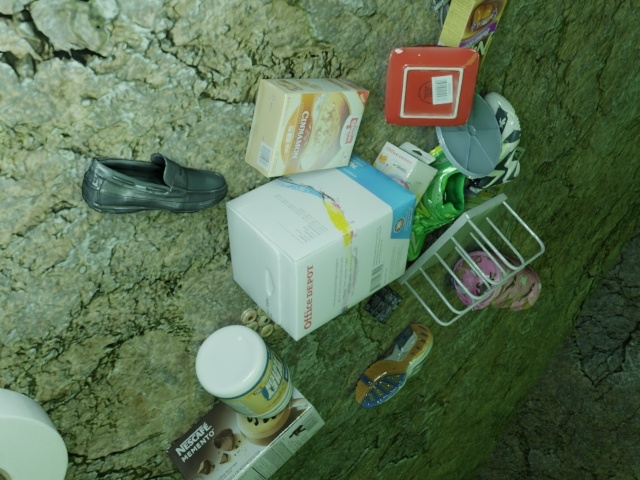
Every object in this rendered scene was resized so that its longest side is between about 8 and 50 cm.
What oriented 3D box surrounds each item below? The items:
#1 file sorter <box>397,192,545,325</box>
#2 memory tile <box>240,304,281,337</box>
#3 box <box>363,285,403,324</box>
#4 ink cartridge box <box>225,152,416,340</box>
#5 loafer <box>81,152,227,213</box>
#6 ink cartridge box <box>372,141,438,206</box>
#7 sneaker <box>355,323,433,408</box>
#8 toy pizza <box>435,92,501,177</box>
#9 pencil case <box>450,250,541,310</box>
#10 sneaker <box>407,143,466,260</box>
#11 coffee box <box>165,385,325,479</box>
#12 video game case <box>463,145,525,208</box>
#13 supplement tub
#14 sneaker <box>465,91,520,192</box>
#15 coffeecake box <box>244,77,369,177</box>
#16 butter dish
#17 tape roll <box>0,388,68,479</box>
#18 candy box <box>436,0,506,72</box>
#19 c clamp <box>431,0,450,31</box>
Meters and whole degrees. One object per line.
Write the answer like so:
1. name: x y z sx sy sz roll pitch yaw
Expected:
1. file sorter: 0.365 0.055 1.521 0.193 0.173 0.277 -23 160 -44
2. memory tile: -0.102 0.158 1.322 0.148 0.012 0.113 -30 141 -28
3. box: 0.156 0.157 1.566 0.083 0.067 0.018 -56 146 7
4. ink cartridge box: 0.000 0.000 1.127 0.270 0.197 0.198 -29 140 -29
5. loafer: -0.226 -0.084 0.899 0.223 0.076 0.078 -5 133 -42
6. ink cartridge box: 0.161 -0.129 1.285 0.090 0.092 0.143 13 110 -52
7. sneaker: 0.228 0.382 1.818 0.296 0.112 0.131 -43 145 -10
8. toy pizza: 0.308 -0.227 1.327 0.201 0.032 0.201 9 74 -34
9. pencil case: 0.542 0.130 1.902 0.167 0.160 0.386 -38 153 27
10. sneaker: 0.248 -0.071 1.409 0.110 0.123 0.295 -7 128 -46
11. coffee box: -0.161 0.430 1.371 0.297 0.168 0.118 -41 144 -13
12. video game case: 0.429 -0.169 1.614 0.213 0.023 0.193 2 120 -50
13. supplement tub: -0.146 0.269 1.258 0.144 0.144 0.199 -44 145 -10
14. sneaker: 0.371 -0.211 1.444 0.153 0.094 0.234 -30 134 -15
15. coffeecake box: -0.022 -0.190 1.041 0.186 0.068 0.142 -15 131 -42
16. butter dish: 0.200 -0.301 1.160 0.160 0.118 0.160 2 133 4
17. tape roll: -0.582 0.390 0.941 0.392 0.072 0.391 -29 141 -27
18. candy box: 0.279 -0.388 1.192 0.109 0.053 0.186 -27 149 -32
19. c clamp: 0.264 -0.455 1.160 0.161 0.022 0.137 -38 144 -17
